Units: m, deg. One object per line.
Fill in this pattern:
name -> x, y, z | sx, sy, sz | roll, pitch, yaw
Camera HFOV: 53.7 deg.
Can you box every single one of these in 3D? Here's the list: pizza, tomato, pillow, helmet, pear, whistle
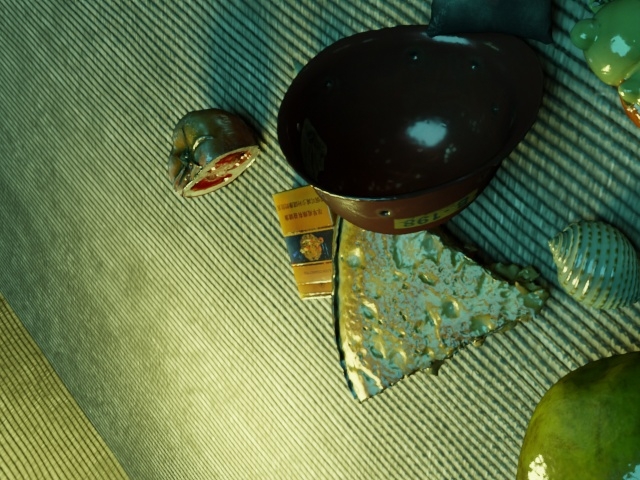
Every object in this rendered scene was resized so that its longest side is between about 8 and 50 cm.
pizza -> 0.203, 0.105, 1.131 | 0.406, 0.130, 0.440 | 4, 103, 30
tomato -> -0.249, -0.205, 1.380 | 0.214, 0.181, 0.155 | -37, 75, 40
pillow -> 0.247, -0.406, 0.882 | 0.186, 0.106, 0.250 | 8, 106, 21
helmet -> 0.141, -0.146, 0.989 | 0.230, 0.385, 0.337 | 71, 175, -55
pear -> 0.452, 0.323, 0.835 | 0.352, 0.352, 0.413 | 51, 126, 16
whistle -> 0.433, -0.202, 0.798 | 0.288, 0.131, 0.106 | 55, 163, 8

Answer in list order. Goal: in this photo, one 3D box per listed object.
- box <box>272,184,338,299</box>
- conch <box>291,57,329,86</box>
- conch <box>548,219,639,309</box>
box -> -0.001, 0.000, 1.304 | 0.152, 0.070, 0.237 | -9, 101, 43
conch -> 0.005, -0.286, 1.202 | 0.180, 0.088, 0.065 | 51, 176, 7
conch -> 0.405, 0.045, 0.932 | 0.153, 0.102, 0.135 | 44, 145, 21
